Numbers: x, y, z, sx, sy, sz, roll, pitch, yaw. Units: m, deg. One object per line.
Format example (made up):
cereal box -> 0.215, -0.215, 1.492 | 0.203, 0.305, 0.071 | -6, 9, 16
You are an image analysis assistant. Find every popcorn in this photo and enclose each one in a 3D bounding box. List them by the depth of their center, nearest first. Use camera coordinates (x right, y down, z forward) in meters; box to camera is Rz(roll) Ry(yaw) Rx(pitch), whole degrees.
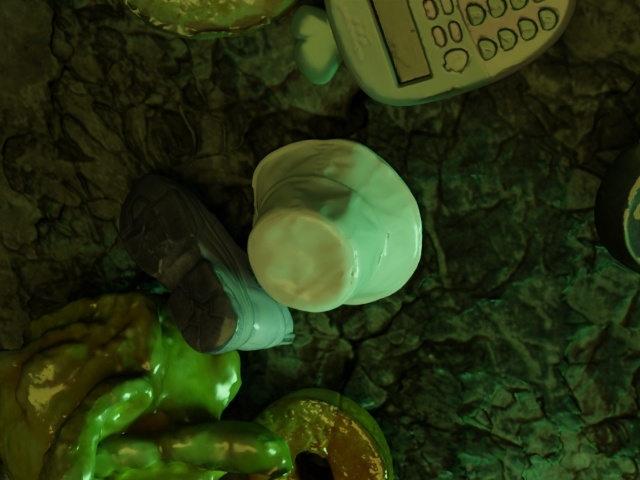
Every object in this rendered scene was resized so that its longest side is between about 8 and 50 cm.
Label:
popcorn -> -0.223, 0.194, 1.700 | 0.321, 0.325, 0.290 | -31, 96, 34

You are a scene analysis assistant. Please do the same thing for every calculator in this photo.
calculator -> 0.108, -0.232, 1.580 | 0.298, 0.041, 0.185 | -16, 106, 20

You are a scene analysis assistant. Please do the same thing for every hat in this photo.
hat -> 0.000, 0.000, 1.662 | 0.203, 0.126, 0.203 | 6, 112, 14

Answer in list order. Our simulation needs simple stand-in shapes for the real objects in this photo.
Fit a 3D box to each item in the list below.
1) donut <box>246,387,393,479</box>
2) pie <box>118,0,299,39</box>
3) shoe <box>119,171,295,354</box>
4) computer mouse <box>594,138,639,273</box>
donut -> 0.001, 0.253, 1.796 | 0.174, 0.074, 0.190 | -31, 95, 27
pie -> -0.119, -0.332, 1.603 | 0.274, 0.055, 0.274 | 6, 114, 15
shoe -> -0.120, 0.027, 1.716 | 0.095, 0.137, 0.245 | -46, 57, 18
computer mouse -> 0.449, -0.014, 1.523 | 0.374, 0.114, 0.203 | 16, 113, 2
